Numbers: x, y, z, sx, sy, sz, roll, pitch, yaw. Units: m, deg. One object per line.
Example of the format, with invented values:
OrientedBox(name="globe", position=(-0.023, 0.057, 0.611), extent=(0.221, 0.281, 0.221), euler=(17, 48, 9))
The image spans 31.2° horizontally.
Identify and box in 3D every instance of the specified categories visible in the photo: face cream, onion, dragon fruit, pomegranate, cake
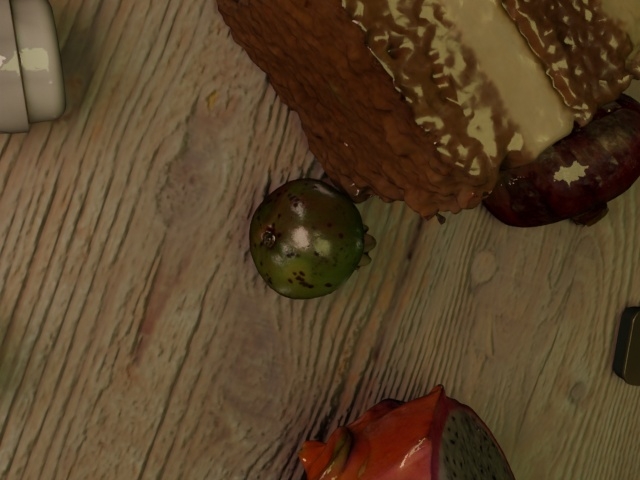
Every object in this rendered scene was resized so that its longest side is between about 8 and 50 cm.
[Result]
OrientedBox(name="face cream", position=(-0.264, -0.144, 0.933), extent=(0.104, 0.117, 0.117), euler=(-10, 102, -13))
OrientedBox(name="onion", position=(0.269, -0.075, 1.181), extent=(0.206, 0.098, 0.151), euler=(-35, 109, -15))
OrientedBox(name="dragon fruit", position=(0.081, 0.291, 1.084), extent=(0.189, 0.290, 0.290), euler=(-22, 110, 18))
OrientedBox(name="pomegranate", position=(0.000, 0.000, 1.081), extent=(0.142, 0.114, 0.114), euler=(5, 97, -49))
OrientedBox(name="cake", position=(0.106, -0.205, 1.011), extent=(0.290, 0.256, 0.282), euler=(-43, 110, -16))

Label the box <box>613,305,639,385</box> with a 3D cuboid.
OrientedBox(name="box", position=(0.392, 0.120, 1.302), extent=(0.126, 0.031, 0.091), euler=(4, 97, -23))
